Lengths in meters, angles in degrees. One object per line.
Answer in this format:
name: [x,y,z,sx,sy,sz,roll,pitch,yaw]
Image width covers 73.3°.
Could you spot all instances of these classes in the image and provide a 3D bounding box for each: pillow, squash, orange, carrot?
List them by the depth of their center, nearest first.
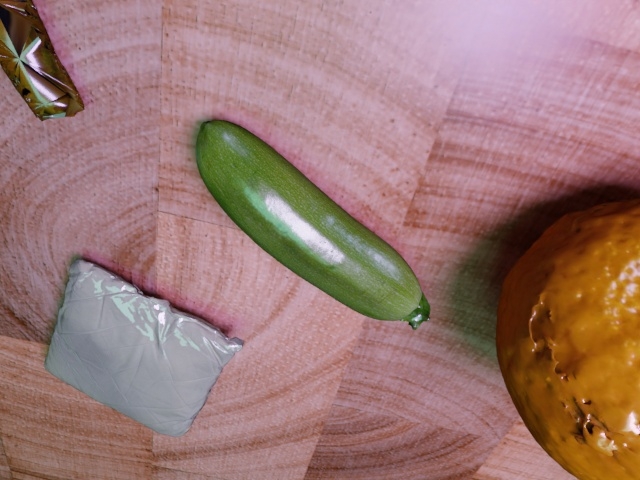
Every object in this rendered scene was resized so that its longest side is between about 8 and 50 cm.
carrot: [-0.326,-0.235,0.451,0.069,0.069,0.228,-7,123,10]
orange: [0.372,0.122,0.467,0.341,0.340,0.293,-17,145,15]
squash: [0.000,0.000,0.547,0.395,0.107,0.107,39,117,-19]
pillow: [-0.299,0.187,0.711,0.281,0.076,0.274,29,118,-6]
